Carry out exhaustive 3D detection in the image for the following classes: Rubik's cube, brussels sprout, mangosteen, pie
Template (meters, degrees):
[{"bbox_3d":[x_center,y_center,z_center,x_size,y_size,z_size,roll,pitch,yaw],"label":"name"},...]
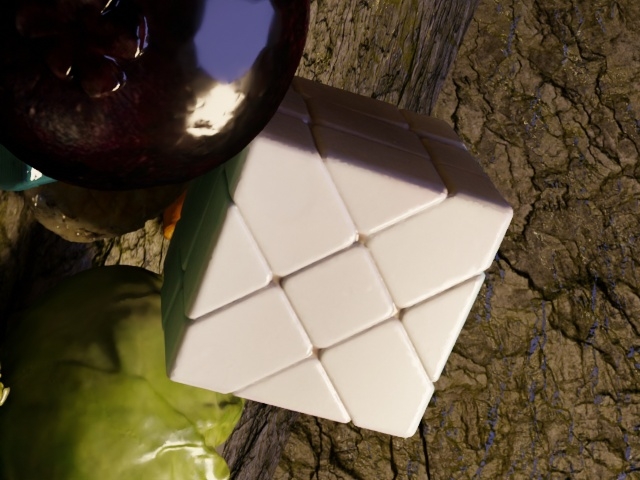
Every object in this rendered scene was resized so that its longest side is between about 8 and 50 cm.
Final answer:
[{"bbox_3d":[0.000,0.000,1.422,0.316,0.318,0.322,-109,-143,-66],"label":"Rubik's cube"},{"bbox_3d":[-0.282,0.253,1.517,0.361,0.342,0.425,8,65,-66],"label":"brussels sprout"},{"bbox_3d":[-0.187,-0.251,1.170,0.435,0.382,0.382,-75,-179,-69],"label":"mangosteen"},{"bbox_3d":[-0.247,-0.146,1.445,0.339,0.077,0.339,-24,131,-32],"label":"pie"}]

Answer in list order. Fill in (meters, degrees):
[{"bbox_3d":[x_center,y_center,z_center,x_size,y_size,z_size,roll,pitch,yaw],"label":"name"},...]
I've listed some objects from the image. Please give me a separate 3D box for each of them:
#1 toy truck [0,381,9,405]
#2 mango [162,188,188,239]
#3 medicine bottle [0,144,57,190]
[{"bbox_3d":[-0.443,0.135,1.254,0.272,0.124,0.157,62,47,-69],"label":"toy truck"},{"bbox_3d":[-0.132,-0.092,1.931,0.199,0.201,0.350,-42,-166,40],"label":"mango"},{"bbox_3d":[-0.278,-0.116,1.320,0.258,0.124,0.079,-16,119,-41],"label":"medicine bottle"}]
